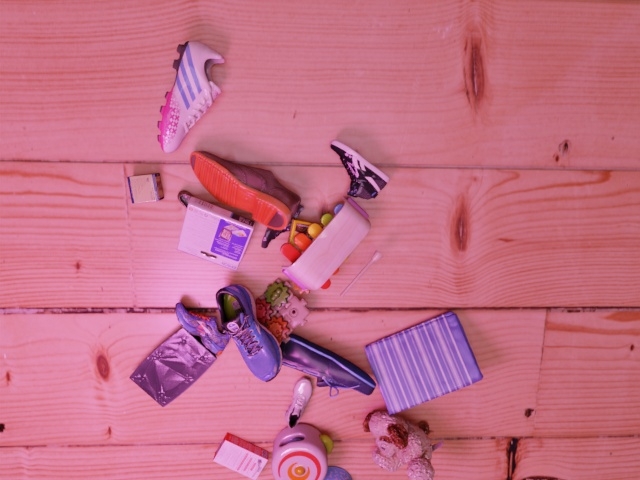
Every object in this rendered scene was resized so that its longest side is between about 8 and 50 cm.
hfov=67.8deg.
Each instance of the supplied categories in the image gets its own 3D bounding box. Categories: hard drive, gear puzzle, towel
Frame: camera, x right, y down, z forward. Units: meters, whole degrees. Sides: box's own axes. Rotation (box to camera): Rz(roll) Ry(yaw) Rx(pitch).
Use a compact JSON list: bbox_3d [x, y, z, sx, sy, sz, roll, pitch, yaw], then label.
[{"bbox_3d":[-0.484,0.414,1.579,0.255,0.054,0.172,-43,101,6],"label":"hard drive"},{"bbox_3d":[-0.134,0.227,1.530,0.339,0.044,0.175,-46,75,7],"label":"gear puzzle"},{"bbox_3d":[0.341,0.405,1.589,0.336,0.040,0.243,-22,78,3],"label":"towel"}]

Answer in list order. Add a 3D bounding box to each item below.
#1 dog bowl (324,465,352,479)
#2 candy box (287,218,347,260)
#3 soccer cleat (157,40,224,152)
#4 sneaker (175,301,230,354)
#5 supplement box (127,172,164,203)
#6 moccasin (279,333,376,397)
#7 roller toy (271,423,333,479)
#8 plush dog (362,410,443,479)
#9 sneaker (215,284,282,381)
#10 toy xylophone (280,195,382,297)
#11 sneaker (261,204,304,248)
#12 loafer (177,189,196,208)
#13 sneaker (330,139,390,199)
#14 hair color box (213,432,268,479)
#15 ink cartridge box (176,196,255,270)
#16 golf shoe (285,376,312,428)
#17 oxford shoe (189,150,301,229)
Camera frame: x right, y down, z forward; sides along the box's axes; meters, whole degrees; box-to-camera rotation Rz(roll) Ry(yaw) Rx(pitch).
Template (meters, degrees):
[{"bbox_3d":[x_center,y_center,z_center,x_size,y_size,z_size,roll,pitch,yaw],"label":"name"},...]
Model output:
[{"bbox_3d":[0.043,0.966,1.716,0.166,0.074,0.296,-5,102,-2],"label":"dog bowl"},{"bbox_3d":[0.000,0.000,1.508,0.206,0.027,0.105,10,104,-19],"label":"candy box"},{"bbox_3d":[-0.371,-0.403,1.378,0.143,0.116,0.330,16,100,-6],"label":"soccer cleat"},{"bbox_3d":[-0.382,0.272,1.551,0.087,0.083,0.221,-47,106,-7],"label":"sneaker"},{"bbox_3d":[-0.532,-0.160,1.451,0.083,0.056,0.083,-7,102,-1],"label":"supplement box"},{"bbox_3d":[0.015,0.430,1.581,0.342,0.138,0.116,28,90,5],"label":"moccasin"},{"bbox_3d":[-0.072,0.747,1.625,0.191,0.146,0.209,26,100,-8],"label":"roller toy"},{"bbox_3d":[0.263,0.662,1.610,0.225,0.262,0.210,44,63,-20],"label":"plush dog"},{"bbox_3d":[-0.236,0.284,1.455,0.130,0.147,0.329,-36,73,10],"label":"sneaker"},{"bbox_3d":[0.042,0.034,1.467,0.323,0.081,0.236,-41,109,-6],"label":"toy xylophone"},{"bbox_3d":[-0.120,-0.042,1.502,0.089,0.051,0.170,21,97,-4],"label":"sneaker"},{"bbox_3d":[-0.382,-0.100,1.476,0.148,0.050,0.056,32,100,-8],"label":"loafer"},{"bbox_3d":[0.098,-0.204,1.464,0.217,0.079,0.121,34,97,-11],"label":"sneaker"},{"bbox_3d":[-0.277,0.754,1.664,0.167,0.053,0.093,30,98,-7],"label":"hair color box"},{"bbox_3d":[-0.327,-0.016,1.478,0.207,0.045,0.208,22,131,-9],"label":"ink cartridge box"},{"bbox_3d":[-0.070,0.556,1.617,0.069,0.086,0.176,16,99,-5],"label":"golf shoe"},{"bbox_3d":[-0.229,-0.172,1.450,0.364,0.132,0.130,34,140,3],"label":"oxford shoe"}]
